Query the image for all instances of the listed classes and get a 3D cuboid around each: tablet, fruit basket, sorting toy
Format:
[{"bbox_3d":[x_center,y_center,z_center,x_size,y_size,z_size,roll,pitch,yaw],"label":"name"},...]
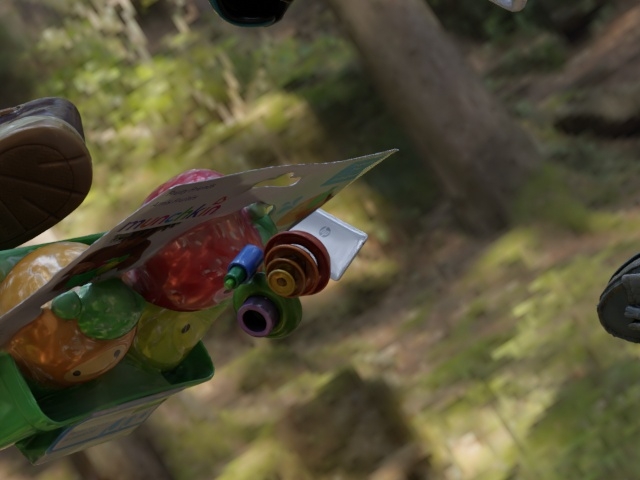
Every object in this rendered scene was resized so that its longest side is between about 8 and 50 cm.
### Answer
[{"bbox_3d":[0.000,0.000,1.864,0.054,0.083,0.006,-55,-32,-10],"label":"tablet"},{"bbox_3d":[-0.134,0.043,1.575,0.353,0.165,0.327,-30,-9,30],"label":"fruit basket"},{"bbox_3d":[-0.036,0.033,1.313,0.102,0.061,0.042,-56,-3,39],"label":"sorting toy"}]

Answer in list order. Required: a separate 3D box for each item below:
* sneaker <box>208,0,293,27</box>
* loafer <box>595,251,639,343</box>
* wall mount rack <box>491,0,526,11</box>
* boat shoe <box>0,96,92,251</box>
[{"bbox_3d":[-0.082,-0.247,1.747,0.302,0.108,0.121,-6,64,67],"label":"sneaker"},{"bbox_3d":[0.333,0.050,1.718,0.084,0.096,0.267,-36,13,-38],"label":"loafer"},{"bbox_3d":[0.216,-0.355,1.563,0.350,0.304,0.130,-16,25,-20],"label":"wall mount rack"},{"bbox_3d":[-0.349,-0.023,1.672,0.342,0.123,0.123,-29,32,9],"label":"boat shoe"}]
